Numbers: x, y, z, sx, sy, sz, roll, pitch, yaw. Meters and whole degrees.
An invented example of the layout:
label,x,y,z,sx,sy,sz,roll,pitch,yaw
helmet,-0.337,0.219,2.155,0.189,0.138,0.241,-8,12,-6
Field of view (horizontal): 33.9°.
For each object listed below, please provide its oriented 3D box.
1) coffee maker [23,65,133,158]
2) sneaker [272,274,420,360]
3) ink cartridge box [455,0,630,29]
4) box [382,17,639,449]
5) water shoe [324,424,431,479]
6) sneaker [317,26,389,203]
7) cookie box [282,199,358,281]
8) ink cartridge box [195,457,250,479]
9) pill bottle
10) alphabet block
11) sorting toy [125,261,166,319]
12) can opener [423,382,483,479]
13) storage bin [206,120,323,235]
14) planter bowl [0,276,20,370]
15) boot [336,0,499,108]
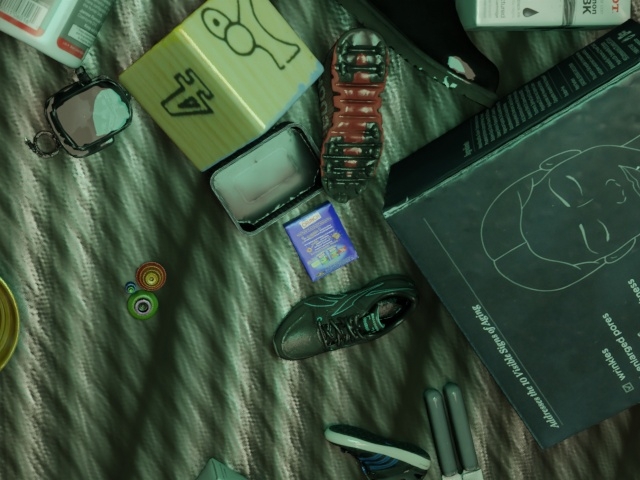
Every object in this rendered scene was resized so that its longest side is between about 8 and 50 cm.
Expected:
label,x,y,z,sx,sy,sz,roll,pitch,yaw
coffee maker,-0.368,-0.177,1.612,0.120,0.178,0.171,38,90,-13
sneaker,0.045,0.131,1.777,0.267,0.106,0.101,-25,103,-5
ink cartridge box,0.371,-0.451,1.745,0.273,0.114,0.196,-3,98,-11
box,0.425,-0.010,1.664,0.472,0.297,0.480,-31,104,14
water shoe,0.095,0.385,1.840,0.203,0.073,0.080,19,97,-12
sneaker,0.046,-0.201,1.673,0.098,0.135,0.276,2,103,-12
cookie box,0.000,0.000,1.780,0.092,0.040,0.107,-28,103,-5
ink cartridge box,-0.123,0.540,1.798,0.283,0.117,0.207,34,91,-13
pill bottle,-0.373,-0.418,1.584,0.161,0.161,0.283,28,92,-13
alphabet block,-0.150,-0.255,1.603,0.197,0.193,0.192,50,49,-13
sorting toy,-0.292,0.085,1.736,0.061,0.042,0.101,14,96,-12
can opener,0.249,0.393,1.867,0.074,0.093,0.280,-14,96,-8
storage bin,-0.085,-0.104,1.726,0.180,0.084,0.122,-33,103,-5
planter bowl,-0.582,0.123,1.661,0.217,0.090,0.217,-1,98,-10
boot,0.200,-0.397,1.634,0.348,0.131,0.260,42,106,12
